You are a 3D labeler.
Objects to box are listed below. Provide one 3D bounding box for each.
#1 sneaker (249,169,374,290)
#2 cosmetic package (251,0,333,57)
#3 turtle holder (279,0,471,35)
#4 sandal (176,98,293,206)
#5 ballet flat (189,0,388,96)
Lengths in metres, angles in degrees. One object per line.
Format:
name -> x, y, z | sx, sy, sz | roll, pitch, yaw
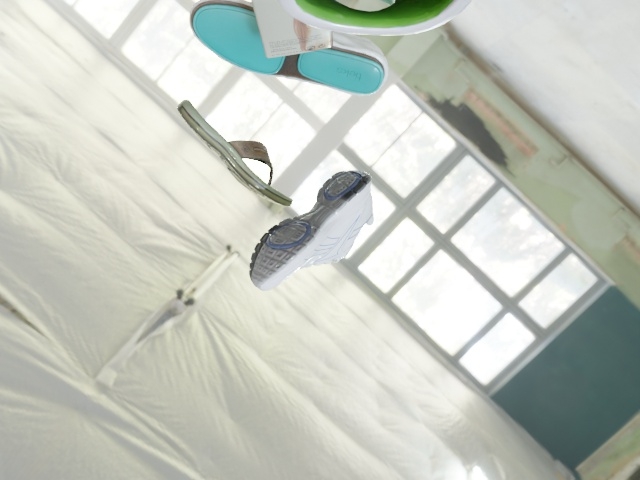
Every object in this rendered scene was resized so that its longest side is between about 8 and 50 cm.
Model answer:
sneaker -> 0.000, 0.000, 1.141 | 0.111, 0.297, 0.129 | 30, 152, 47
cosmetic package -> -0.054, -0.429, 0.985 | 0.296, 0.129, 0.153 | 75, -175, -82
turtle holder -> 0.009, -0.277, 0.417 | 0.320, 0.228, 0.243 | 7, 168, -29
sandal -> -0.155, -0.176, 1.243 | 0.303, 0.086, 0.120 | 46, 172, -21
ballet flat -> -0.057, -0.393, 1.239 | 0.399, 0.139, 0.139 | 14, -162, -12
